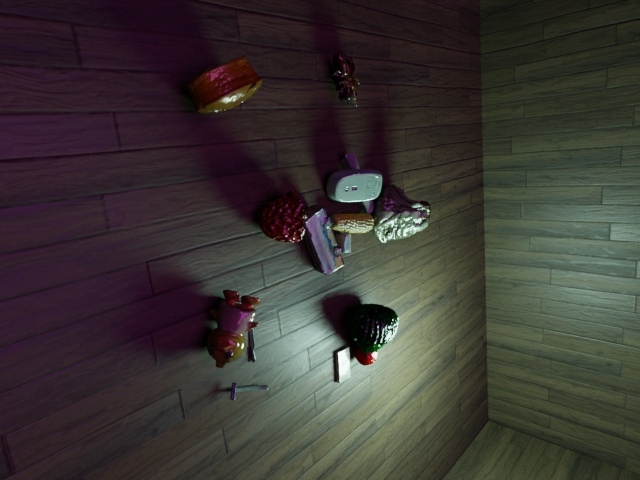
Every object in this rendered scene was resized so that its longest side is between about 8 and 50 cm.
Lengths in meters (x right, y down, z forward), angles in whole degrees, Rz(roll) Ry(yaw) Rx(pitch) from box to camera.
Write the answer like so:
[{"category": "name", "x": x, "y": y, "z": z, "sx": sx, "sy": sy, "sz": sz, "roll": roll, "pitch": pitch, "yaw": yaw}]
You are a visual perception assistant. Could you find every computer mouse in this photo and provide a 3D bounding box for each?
[{"category": "computer mouse", "x": 0.159, "y": -0.267, "z": 2.058, "sx": 0.289, "sy": 0.097, "sz": 0.159, "roll": -9, "pitch": 119, "yaw": -26}]

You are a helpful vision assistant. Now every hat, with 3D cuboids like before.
[{"category": "hat", "x": 0.262, "y": 0.504, "z": 2.205, "sx": 0.274, "sy": 0.242, "sz": 0.331, "roll": -1, "pitch": 108, "yaw": -34}]

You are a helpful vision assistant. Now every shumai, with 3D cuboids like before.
[{"category": "shumai", "x": 0.443, "y": -0.131, "z": 2.266, "sx": 0.304, "sy": 0.264, "sz": 0.309, "roll": -48, "pitch": 134, "yaw": -49}]

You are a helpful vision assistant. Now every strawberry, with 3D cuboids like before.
[{"category": "strawberry", "x": -0.166, "y": -0.088, "z": 1.745, "sx": 0.178, "sy": 0.234, "sz": 0.233, "roll": -7, "pitch": 100, "yaw": -18}]

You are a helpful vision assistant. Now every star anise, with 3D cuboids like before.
[{"category": "star anise", "x": 0.112, "y": -0.751, "z": 2.000, "sx": 0.214, "sy": 0.099, "sz": 0.219, "roll": 3, "pitch": 87, "yaw": -61}]

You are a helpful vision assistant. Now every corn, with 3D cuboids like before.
[{"category": "corn", "x": 0.162, "y": -0.084, "z": 2.116, "sx": 0.311, "sy": 0.102, "sz": 0.101, "roll": -5, "pitch": 98, "yaw": -46}]

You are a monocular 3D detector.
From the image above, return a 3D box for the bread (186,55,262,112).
[{"category": "bread", "x": -0.328, "y": -0.530, "z": 1.481, "sx": 0.269, "sy": 0.196, "sz": 0.142, "roll": -46, "pitch": 115, "yaw": -37}]

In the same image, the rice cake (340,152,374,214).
[{"category": "rice cake", "x": 0.188, "y": -0.283, "z": 2.152, "sx": 0.073, "sy": 0.056, "sz": 0.364, "roll": -44, "pitch": 124, "yaw": -26}]

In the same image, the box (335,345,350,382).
[{"category": "box", "x": 0.116, "y": 0.637, "z": 2.199, "sx": 0.090, "sy": 0.024, "sz": 0.166, "roll": -12, "pitch": 103, "yaw": -46}]

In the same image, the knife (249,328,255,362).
[{"category": "knife", "x": -0.281, "y": 0.421, "z": 1.765, "sx": 0.023, "sy": 0.010, "sz": 0.170, "roll": -12, "pitch": 101, "yaw": -45}]

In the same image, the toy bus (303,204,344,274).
[{"category": "toy bus", "x": 0.000, "y": 0.000, "z": 1.954, "sx": 0.138, "sy": 0.113, "sz": 0.316, "roll": -36, "pitch": 119, "yaw": -27}]

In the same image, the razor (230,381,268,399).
[{"category": "razor", "x": -0.293, "y": 0.606, "z": 1.753, "sx": 0.191, "sy": 0.037, "sz": 0.068, "roll": 14, "pitch": 80, "yaw": -49}]

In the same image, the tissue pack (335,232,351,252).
[{"category": "tissue pack", "x": 0.111, "y": 0.011, "z": 2.090, "sx": 0.059, "sy": 0.074, "sz": 0.094, "roll": -2, "pitch": 93, "yaw": -44}]

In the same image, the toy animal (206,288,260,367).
[{"category": "toy animal", "x": -0.337, "y": 0.333, "z": 1.597, "sx": 0.169, "sy": 0.196, "sz": 0.281, "roll": 92, "pitch": 14, "yaw": -73}]
